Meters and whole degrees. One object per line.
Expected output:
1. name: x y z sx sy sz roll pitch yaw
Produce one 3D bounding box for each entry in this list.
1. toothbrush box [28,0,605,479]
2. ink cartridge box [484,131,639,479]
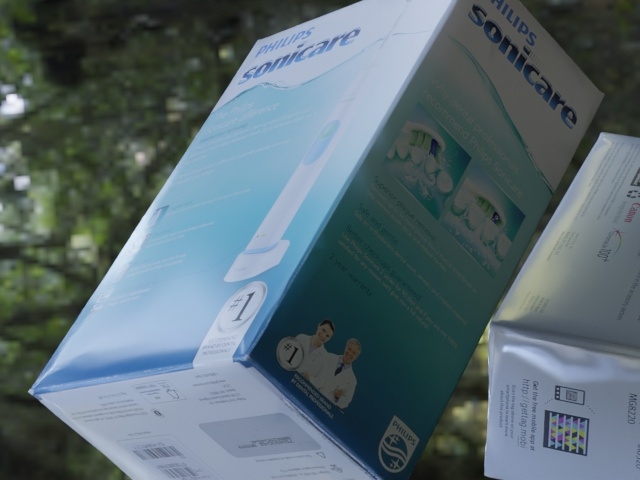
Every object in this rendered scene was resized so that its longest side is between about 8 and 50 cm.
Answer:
1. toothbrush box: 0.000 0.000 1.076 0.126 0.216 0.295 44 -123 -24
2. ink cartridge box: 0.288 0.060 1.310 0.309 0.272 0.130 -51 -35 -54
